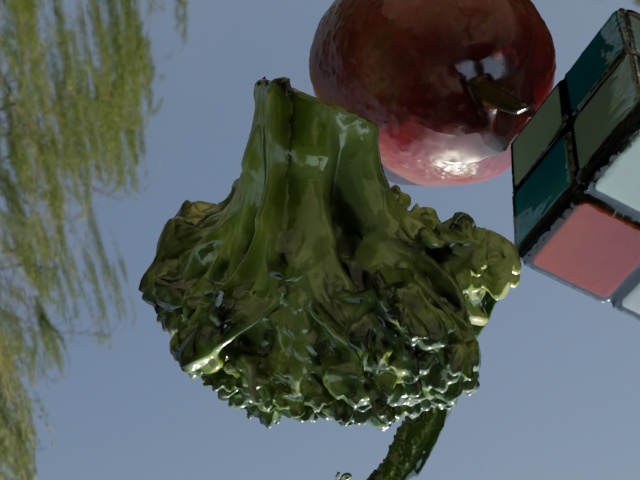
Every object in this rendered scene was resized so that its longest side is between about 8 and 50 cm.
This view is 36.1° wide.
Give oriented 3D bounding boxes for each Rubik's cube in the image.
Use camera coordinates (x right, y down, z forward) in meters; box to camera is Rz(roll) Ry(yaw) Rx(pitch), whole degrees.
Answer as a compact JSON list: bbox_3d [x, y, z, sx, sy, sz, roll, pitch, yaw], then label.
[{"bbox_3d":[0.273,-0.054,0.800,0.180,0.167,0.183,24,-144,-12],"label":"Rubik's cube"}]

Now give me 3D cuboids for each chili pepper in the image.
[{"bbox_3d":[0.142,0.177,1.236,0.076,0.085,0.359,15,-117,40],"label":"chili pepper"}]

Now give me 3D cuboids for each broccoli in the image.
[{"bbox_3d":[0.000,0.000,0.710,0.288,0.246,0.248,15,-159,13],"label":"broccoli"}]

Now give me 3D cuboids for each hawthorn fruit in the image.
[{"bbox_3d":[0.145,-0.184,1.099,0.284,0.285,0.369,-9,-163,-14],"label":"hawthorn fruit"}]
